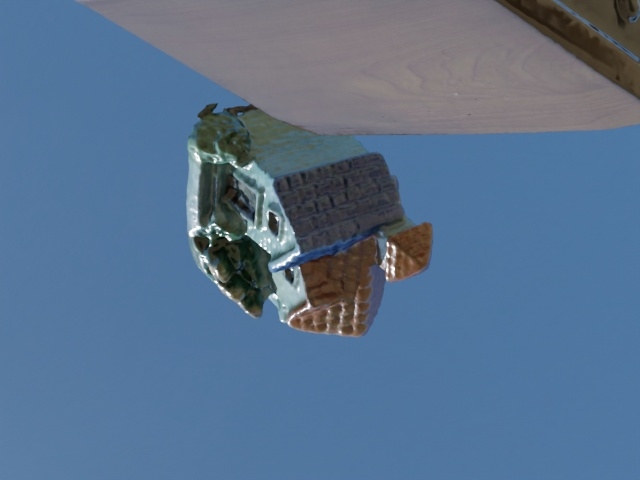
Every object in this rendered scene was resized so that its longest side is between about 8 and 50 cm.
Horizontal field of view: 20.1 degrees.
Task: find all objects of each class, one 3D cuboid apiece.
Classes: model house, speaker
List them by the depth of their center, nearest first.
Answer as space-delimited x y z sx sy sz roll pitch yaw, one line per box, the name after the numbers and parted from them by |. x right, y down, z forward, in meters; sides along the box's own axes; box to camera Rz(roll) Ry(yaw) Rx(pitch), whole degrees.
0.030 -0.146 0.774 0.192 0.231 0.153 27 -107 -37 | speaker
0.000 0.000 1.132 0.119 0.148 0.148 -17 -53 -30 | model house
